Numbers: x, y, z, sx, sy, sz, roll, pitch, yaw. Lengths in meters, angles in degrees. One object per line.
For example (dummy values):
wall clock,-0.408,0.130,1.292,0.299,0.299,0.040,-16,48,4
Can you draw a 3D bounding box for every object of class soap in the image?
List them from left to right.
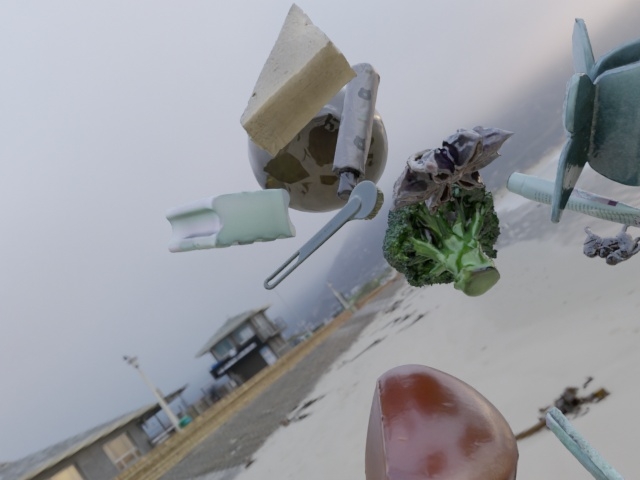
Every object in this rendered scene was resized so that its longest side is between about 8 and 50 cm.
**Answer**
soap,-0.224,-0.041,1.504,0.208,0.114,0.347,-7,1,-33

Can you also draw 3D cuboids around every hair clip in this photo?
hair clip,0.611,-0.256,1.315,0.318,0.239,0.392,76,-152,-41

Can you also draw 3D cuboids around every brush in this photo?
brush,0.000,0.000,1.033,0.027,0.062,0.266,21,-51,-41

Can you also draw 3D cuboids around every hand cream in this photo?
hand cream,0.573,-0.086,1.456,0.058,0.331,0.085,-56,-41,-8

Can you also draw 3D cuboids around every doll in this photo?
doll,0.697,0.015,1.562,0.139,0.057,0.165,-6,24,35

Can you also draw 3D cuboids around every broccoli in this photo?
broccoli,0.275,0.006,1.400,0.298,0.297,0.297,-14,-43,-14

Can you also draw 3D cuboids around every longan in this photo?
longan,-0.006,-0.241,1.665,0.361,0.361,0.361,-37,-7,-5

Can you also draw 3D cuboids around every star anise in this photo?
star anise,0.195,-0.115,1.027,0.230,0.081,0.262,-29,-16,26

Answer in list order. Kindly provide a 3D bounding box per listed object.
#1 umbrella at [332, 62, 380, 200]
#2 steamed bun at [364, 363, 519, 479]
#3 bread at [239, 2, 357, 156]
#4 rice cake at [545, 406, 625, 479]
umbrella,0.076,-0.235,1.385,0.067,0.073,0.337,-15,54,40
steamed bun,0.216,0.396,1.166,0.379,0.249,0.234,-84,0,-72
bread,-0.043,-0.191,0.780,0.152,0.105,0.077,-42,-39,4
rice cake,0.544,0.434,1.340,0.034,0.211,0.043,-15,-50,-21
